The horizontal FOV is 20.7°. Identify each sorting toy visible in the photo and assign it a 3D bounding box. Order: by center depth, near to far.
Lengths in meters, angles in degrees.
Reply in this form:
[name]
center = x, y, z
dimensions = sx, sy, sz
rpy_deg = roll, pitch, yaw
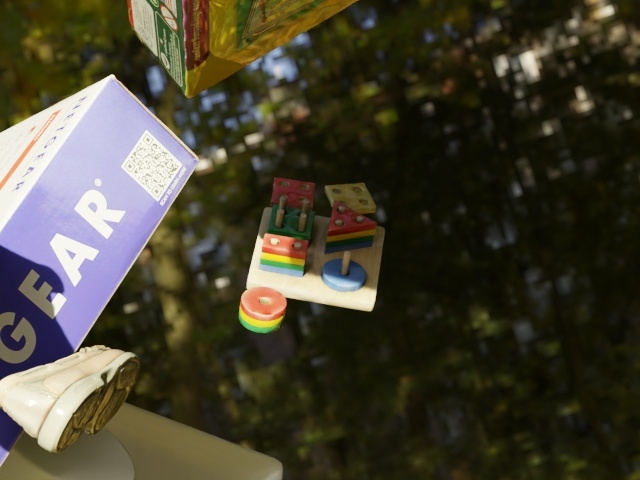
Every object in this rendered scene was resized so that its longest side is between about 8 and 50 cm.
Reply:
[sorting toy]
center = 0.000, 0.000, 1.826
dimensions = 0.132, 0.274, 0.046
rpy_deg = 10, -53, 1

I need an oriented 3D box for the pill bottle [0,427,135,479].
[pill bottle]
center = -0.219, 0.224, 1.120
dimensions = 0.136, 0.136, 0.246
rpy_deg = 4, -58, -58

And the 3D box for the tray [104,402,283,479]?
[tray]
center = -0.155, 0.213, 1.447
dimensions = 0.270, 0.145, 0.030
rpy_deg = 25, -28, -30

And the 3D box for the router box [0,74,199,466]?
[router box]
center = -0.261, 0.075, 1.097
dimensions = 0.301, 0.082, 0.335
rpy_deg = -18, 34, 50

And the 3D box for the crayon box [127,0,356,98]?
[crayon box]
center = -0.011, -0.310, 1.431
dimensions = 0.313, 0.106, 0.363
rpy_deg = -33, -18, -16

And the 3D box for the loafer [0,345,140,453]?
[loafer]
center = -0.118, 0.068, 0.826
dimensions = 0.045, 0.039, 0.125
rpy_deg = -62, -5, 7
